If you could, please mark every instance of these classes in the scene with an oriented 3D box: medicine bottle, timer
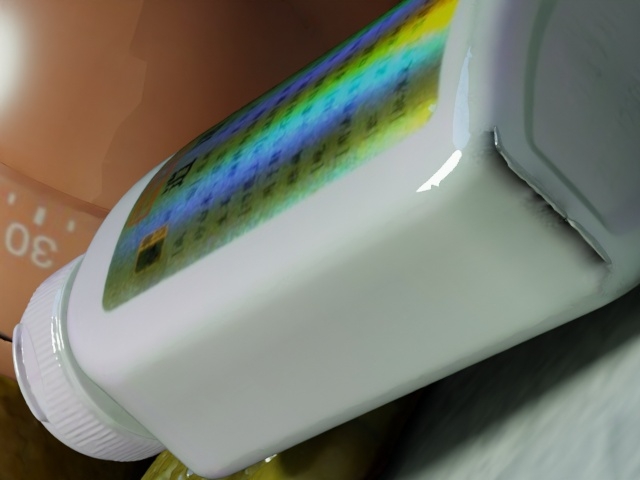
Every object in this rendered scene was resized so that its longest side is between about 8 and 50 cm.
[{"bbox_3d":[0.000,0.000,0.488,0.219,0.078,0.115,-30,24,44],"label":"medicine bottle"},{"bbox_3d":[-0.076,-0.052,0.772,0.215,0.229,0.229,-62,2,23],"label":"timer"}]

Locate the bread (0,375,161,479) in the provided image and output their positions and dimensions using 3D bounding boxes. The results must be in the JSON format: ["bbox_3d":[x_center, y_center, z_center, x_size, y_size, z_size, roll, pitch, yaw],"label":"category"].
[{"bbox_3d":[-0.182,0.123,0.856,0.236,0.165,0.375,-53,5,30],"label":"bread"}]

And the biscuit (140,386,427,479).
[{"bbox_3d":[-0.026,0.075,0.639,0.254,0.029,0.172,-45,9,44],"label":"biscuit"}]
